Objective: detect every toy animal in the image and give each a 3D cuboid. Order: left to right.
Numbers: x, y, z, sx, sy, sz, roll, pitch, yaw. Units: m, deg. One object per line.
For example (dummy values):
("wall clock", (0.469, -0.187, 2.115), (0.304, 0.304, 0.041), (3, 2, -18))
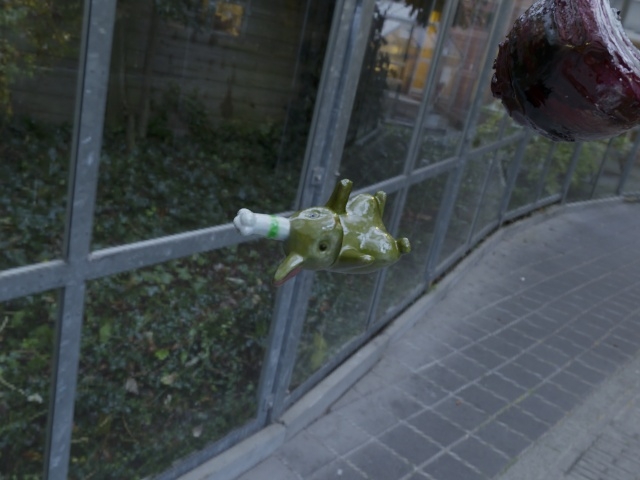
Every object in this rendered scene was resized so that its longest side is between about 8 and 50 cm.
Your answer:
("toy animal", (0.017, -0.008, 1.341), (0.362, 0.180, 0.181), (0, 64, -48))

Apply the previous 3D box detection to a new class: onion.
("onion", (0.471, -0.296, 1.251), (0.314, 0.280, 0.146), (49, 37, -8))
